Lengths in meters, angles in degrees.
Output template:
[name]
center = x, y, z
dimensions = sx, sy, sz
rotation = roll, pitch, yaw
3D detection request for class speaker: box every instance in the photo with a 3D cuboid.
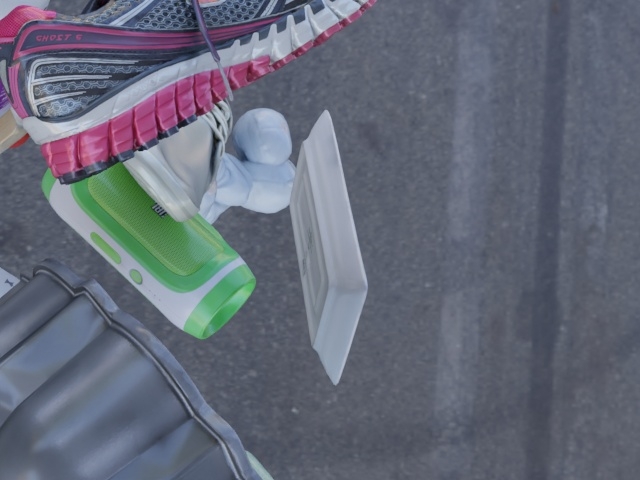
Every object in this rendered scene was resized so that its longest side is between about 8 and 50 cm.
[speaker]
center = -0.228, -0.007, 1.307
dimensions = 0.296, 0.131, 0.131
rotation = 42, 54, 9

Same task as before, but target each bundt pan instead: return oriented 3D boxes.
[bundt pan]
center = -0.146, 0.181, 0.640
dimensions = 0.124, 0.331, 0.331
rotation = -35, 110, -29

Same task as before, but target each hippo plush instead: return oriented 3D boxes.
[hippo plush]
center = -0.139, -0.106, 1.620
dimensions = 0.237, 0.234, 0.294
rotation = -9, 95, -16

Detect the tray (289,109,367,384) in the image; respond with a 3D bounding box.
[tray]
center = 0.000, 0.000, 1.011
dimensions = 0.030, 0.145, 0.270
rotation = 2, 44, -12

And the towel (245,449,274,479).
[towel]
center = -0.078, 0.294, 0.954
dimensions = 0.038, 0.248, 0.325
rotation = -45, 156, 8

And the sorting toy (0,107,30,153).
[sorting toy]
center = -0.515, -0.189, 1.345
dimensions = 0.255, 0.257, 0.089
rotation = 64, 22, 13

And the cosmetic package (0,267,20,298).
[cosmetic package]
center = -0.365, 0.161, 1.050
dimensions = 0.225, 0.138, 0.224
rotation = 36, 35, -17

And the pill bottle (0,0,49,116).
[pill bottle]
center = -0.352, -0.241, 0.954
dimensions = 0.169, 0.301, 0.169
rotation = 9, 65, -21

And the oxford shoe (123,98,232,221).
[oxford shoe]
center = -0.182, -0.144, 1.265
dimensions = 0.130, 0.449, 0.169
rotation = -34, 105, 6

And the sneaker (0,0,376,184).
[sneaker]
center = -0.069, -0.154, 0.655
dimensions = 0.299, 0.121, 0.112
rotation = -36, 104, -30
